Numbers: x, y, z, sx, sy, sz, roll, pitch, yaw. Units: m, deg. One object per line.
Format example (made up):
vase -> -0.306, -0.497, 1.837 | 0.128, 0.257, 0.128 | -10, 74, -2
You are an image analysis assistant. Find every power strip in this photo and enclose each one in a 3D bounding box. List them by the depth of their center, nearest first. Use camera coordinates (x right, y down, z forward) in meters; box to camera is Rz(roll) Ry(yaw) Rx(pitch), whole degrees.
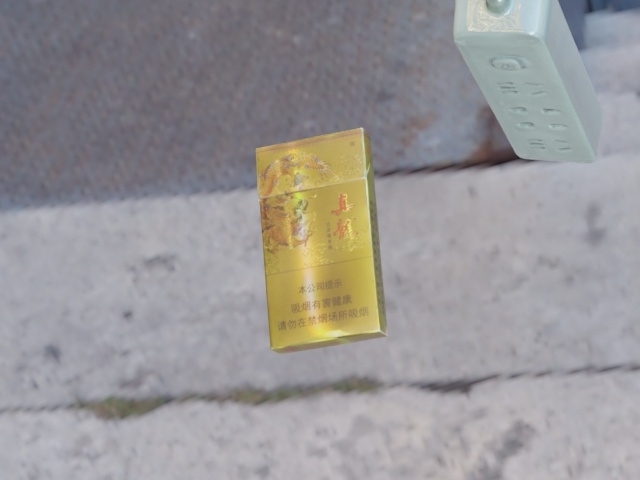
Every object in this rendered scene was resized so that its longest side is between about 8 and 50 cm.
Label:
power strip -> 0.200, -0.157, 1.739 | 0.091, 0.385, 0.062 | 4, 76, 18

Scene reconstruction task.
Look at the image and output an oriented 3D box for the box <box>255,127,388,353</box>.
box -> 0.000, 0.000, 1.324 | 0.089, 0.022, 0.156 | -8, 73, 17
